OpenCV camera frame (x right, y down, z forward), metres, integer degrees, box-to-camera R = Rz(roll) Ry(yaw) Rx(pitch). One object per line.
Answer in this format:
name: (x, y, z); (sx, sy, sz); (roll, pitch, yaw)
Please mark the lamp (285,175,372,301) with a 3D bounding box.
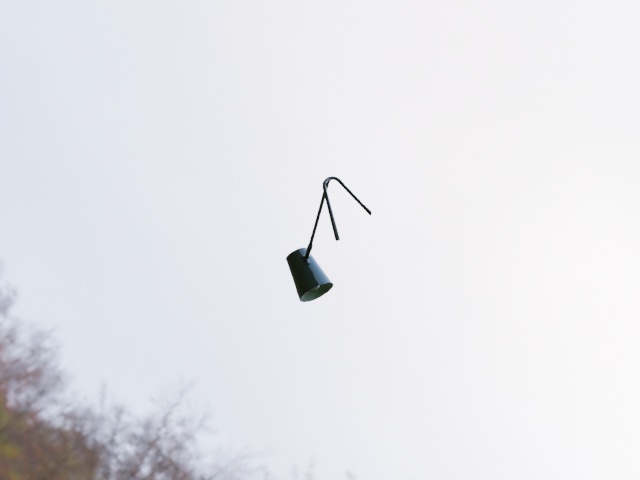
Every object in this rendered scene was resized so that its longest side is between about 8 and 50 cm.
lamp: (-0.001, 0.000, 0.996); (0.054, 0.041, 0.121); (62, -32, 19)
